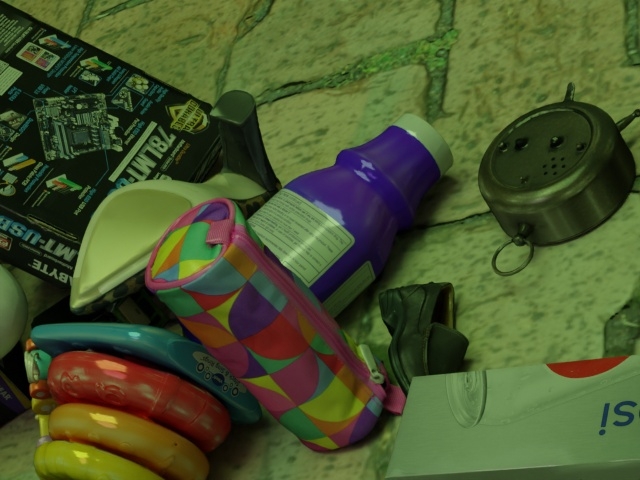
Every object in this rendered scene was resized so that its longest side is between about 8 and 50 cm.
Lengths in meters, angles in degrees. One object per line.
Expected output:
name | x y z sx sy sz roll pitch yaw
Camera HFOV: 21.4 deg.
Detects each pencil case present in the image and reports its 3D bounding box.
pencil case | -0.036 0.071 1.360 0.104 0.236 0.104 -30 34 23

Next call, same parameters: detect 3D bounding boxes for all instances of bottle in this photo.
bottle | 0.000 0.000 1.508 0.283 0.092 0.118 -44 56 -17

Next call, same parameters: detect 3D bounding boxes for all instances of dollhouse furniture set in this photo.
dollhouse furniture set | -0.128 0.079 1.562 0.152 0.058 0.076 19 63 48

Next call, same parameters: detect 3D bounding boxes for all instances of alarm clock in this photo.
alarm clock | 0.192 -0.047 1.446 0.129 0.064 0.192 2 54 40

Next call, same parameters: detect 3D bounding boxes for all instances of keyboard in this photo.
keyboard | -0.207 0.063 1.675 0.180 0.023 0.108 -34 30 4

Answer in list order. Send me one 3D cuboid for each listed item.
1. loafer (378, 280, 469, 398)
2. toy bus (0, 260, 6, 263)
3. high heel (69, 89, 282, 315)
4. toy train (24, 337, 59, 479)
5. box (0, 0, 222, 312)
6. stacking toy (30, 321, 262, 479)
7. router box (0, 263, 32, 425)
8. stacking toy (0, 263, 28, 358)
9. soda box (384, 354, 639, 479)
loafer | 0.090 0.090 1.376 0.061 0.062 0.170 -23 39 9
toy bus | -0.293 -0.055 1.739 0.191 0.104 0.202 -15 30 -22
high heel | -0.123 0.009 1.533 0.093 0.186 0.261 27 62 24
toy train | -0.232 0.169 1.505 0.046 0.166 0.125 -6 12 -9
box | -0.269 -0.094 1.650 0.073 0.293 0.295 -64 -1 38
stacking toy | -0.184 0.224 1.393 0.166 0.175 0.302 0 60 41
router box | -0.436 0.121 1.744 0.243 0.081 0.309 -33 36 3
stacking toy | -0.498 0.073 1.596 0.480 0.350 0.350 -2 45 13
soda box | 0.195 0.147 1.200 0.286 0.091 0.098 -9 44 32
